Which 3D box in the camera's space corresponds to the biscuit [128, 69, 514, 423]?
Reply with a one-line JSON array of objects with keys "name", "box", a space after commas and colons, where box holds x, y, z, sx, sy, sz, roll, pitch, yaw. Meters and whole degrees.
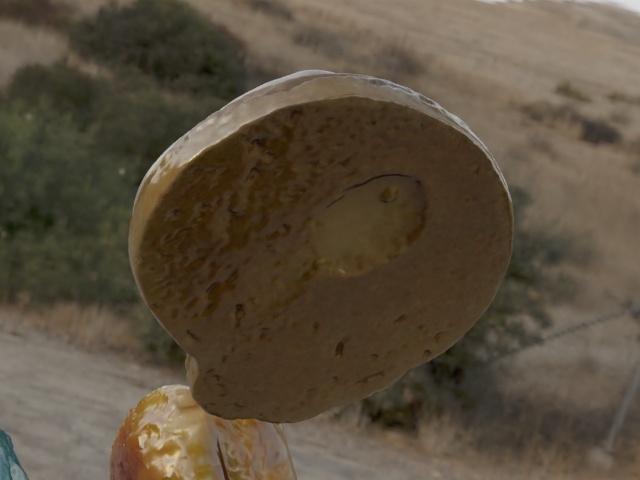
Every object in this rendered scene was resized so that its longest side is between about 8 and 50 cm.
[{"name": "biscuit", "box": [0.000, 0.000, 0.648, 0.208, 0.181, 0.049, 65, 1, -45]}]

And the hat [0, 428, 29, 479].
[{"name": "hat", "box": [-0.101, 0.096, 0.333, 0.077, 0.191, 0.138, -4, -22, -4]}]

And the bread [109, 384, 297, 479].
[{"name": "bread", "box": [-0.055, 0.283, 0.878, 0.109, 0.381, 0.185, -8, -17, -21]}]
